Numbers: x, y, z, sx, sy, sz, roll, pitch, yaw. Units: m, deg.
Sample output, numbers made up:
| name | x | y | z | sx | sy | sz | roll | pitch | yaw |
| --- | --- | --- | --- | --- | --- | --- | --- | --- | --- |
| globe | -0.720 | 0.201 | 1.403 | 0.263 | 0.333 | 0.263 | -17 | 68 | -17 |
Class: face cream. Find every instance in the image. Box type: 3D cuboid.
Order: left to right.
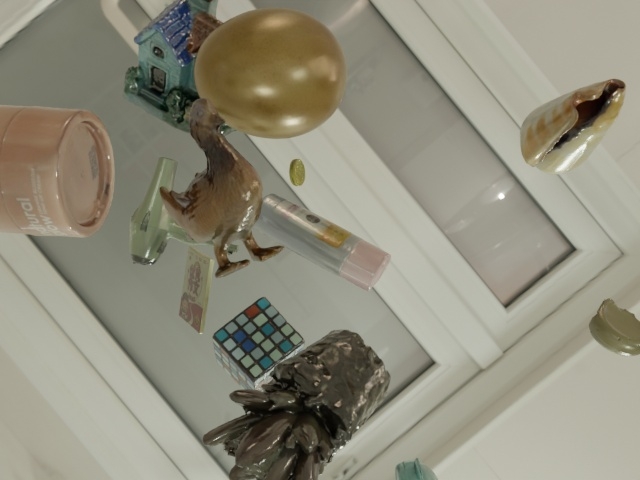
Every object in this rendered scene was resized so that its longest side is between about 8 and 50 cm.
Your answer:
| name | x | y | z | sx | sy | sz | roll | pitch | yaw |
| --- | --- | --- | --- | --- | --- | --- | --- | --- | --- |
| face cream | -0.320 | -0.080 | 0.612 | 0.104 | 0.149 | 0.149 | 3 | -178 | 1 |
| face cream | 0.000 | 0.000 | 0.744 | 0.084 | 0.198 | 0.057 | -41 | 155 | -58 |

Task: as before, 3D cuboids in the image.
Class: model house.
| name | x | y | z | sx | sy | sz | roll | pitch | yaw |
| --- | --- | --- | --- | --- | --- | --- | --- | --- | --- |
| model house | -0.294 | -0.464 | 1.296 | 0.252 | 0.294 | 0.329 | -59 | -179 | -40 |

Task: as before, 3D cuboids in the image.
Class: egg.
| name | x | y | z | sx | sy | sz | roll | pitch | yaw |
| --- | --- | --- | --- | --- | --- | --- | --- | --- | --- |
| egg | -0.095 | -0.329 | 1.046 | 0.322 | 0.250 | 0.250 | -12 | 162 | -38 |

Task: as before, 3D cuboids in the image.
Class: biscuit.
| name | x | y | z | sx | sy | sz | roll | pitch | yaw |
| --- | --- | --- | --- | --- | --- | --- | --- | --- | --- |
| biscuit | -0.071 | -0.207 | 1.596 | 0.023 | 0.084 | 0.084 | 0 | -162 | 22 |

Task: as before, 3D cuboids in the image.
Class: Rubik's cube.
| name | x | y | z | sx | sy | sz | roll | pitch | yaw |
| --- | --- | --- | --- | --- | --- | --- | --- | --- | --- |
| Rubik's cube | -0.173 | 0.305 | 1.465 | 0.187 | 0.184 | 0.182 | -36 | 158 | -26 |

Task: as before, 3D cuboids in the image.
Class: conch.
| name | x | y | z | sx | sy | sz | roll | pitch | yaw |
| --- | --- | --- | --- | --- | --- | --- | --- | --- | --- |
| conch | 0.445 | -0.220 | 0.945 | 0.158 | 0.127 | 0.255 | -5 | 156 | -8 |

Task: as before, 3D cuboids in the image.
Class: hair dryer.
| name | x | y | z | sx | sy | sz | roll | pitch | yaw |
| --- | --- | --- | --- | --- | --- | --- | --- | --- | --- |
| hair dryer | -0.290 | -0.067 | 1.084 | 0.224 | 0.219 | 0.088 | -7 | 177 | 3 |

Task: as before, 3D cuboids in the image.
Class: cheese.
| name | x | y | z | sx | sy | sz | roll | pitch | yaw |
| --- | --- | --- | --- | --- | --- | --- | --- | --- | --- |
| cheese | 1.023 | 0.310 | 1.790 | 0.175 | 0.202 | 0.091 | -41 | 159 | -33 |

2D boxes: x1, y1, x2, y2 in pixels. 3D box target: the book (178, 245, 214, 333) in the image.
| name | x | y | z | sx | sy | sz | roll | pitch | yaw |
| --- | --- | --- | --- | --- | --- | --- | --- | --- | --- |
| book | -0.381 | 0.148 | 1.603 | 0.022 | 0.232 | 0.162 | 2 | -167 | -39 |

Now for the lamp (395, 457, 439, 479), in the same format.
| name | x | y | z | sx | sy | sz | roll | pitch | yaw |
| --- | --- | --- | --- | --- | --- | --- | --- | --- | --- |
| lamp | 0.246 | 0.694 | 1.374 | 0.284 | 0.147 | 0.210 | 114 | -22 | -51 |

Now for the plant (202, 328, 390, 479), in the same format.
| name | x | y | z | sx | sy | sz | roll | pitch | yaw |
| --- | --- | --- | --- | --- | --- | --- | --- | --- | --- |
| plant | -0.025 | 0.296 | 0.863 | 0.320 | 0.194 | 0.182 | -34 | 153 | -36 |

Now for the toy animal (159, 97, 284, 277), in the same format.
| name | x | y | z | sx | sy | sz | roll | pitch | yaw |
| --- | --- | --- | --- | --- | --- | --- | --- | --- | --- |
| toy animal | -0.122 | -0.051 | 0.576 | 0.089 | 0.179 | 0.188 | -26 | -172 | -37 |
